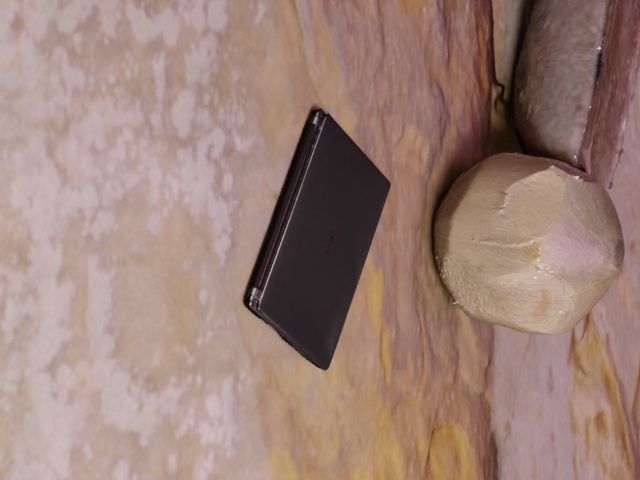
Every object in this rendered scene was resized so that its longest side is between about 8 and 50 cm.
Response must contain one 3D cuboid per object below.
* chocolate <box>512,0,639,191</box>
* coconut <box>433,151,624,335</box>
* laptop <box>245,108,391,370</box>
[{"bbox_3d":[0.250,-0.193,1.856,0.185,0.100,0.303,29,73,-65],"label":"chocolate"},{"bbox_3d":[0.191,0.003,1.734,0.161,0.162,0.161,-11,103,-56],"label":"coconut"},{"bbox_3d":[0.000,0.000,1.579,0.129,0.016,0.180,45,58,-49],"label":"laptop"}]
